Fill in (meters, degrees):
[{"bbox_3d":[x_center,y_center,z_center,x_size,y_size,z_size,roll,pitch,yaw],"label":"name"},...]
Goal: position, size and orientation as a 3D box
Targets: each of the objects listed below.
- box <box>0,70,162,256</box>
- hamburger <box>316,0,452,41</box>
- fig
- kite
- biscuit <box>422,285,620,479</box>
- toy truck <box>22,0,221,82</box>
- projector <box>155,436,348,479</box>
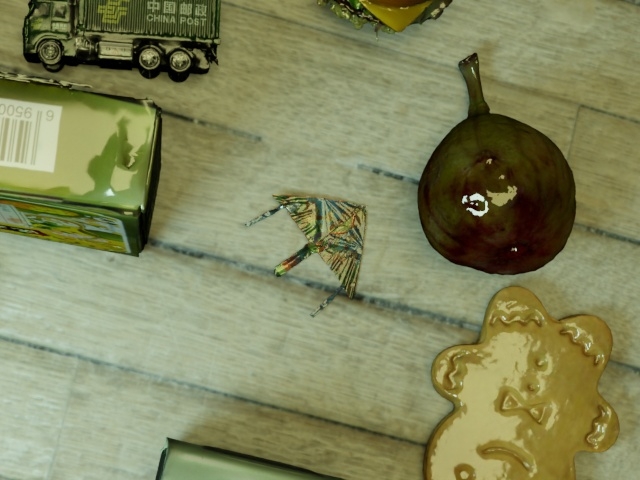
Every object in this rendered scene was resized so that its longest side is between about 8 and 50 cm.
[{"bbox_3d":[-0.380,-0.095,1.540,0.373,0.420,0.138,9,82,-7],"label":"box"},{"bbox_3d":[0.095,-0.406,1.771,0.262,0.139,0.243,-43,93,-9],"label":"hamburger"},{"bbox_3d":[0.235,-0.119,1.758,0.217,0.217,0.320,3,61,-7],"label":"fig"},{"bbox_3d":[0.000,0.000,1.787,0.160,0.010,0.183,-37,93,-12],"label":"kite"},{"bbox_3d":[0.269,0.247,1.777,0.275,0.052,0.354,25,81,-4],"label":"biscuit"},{"bbox_3d":[-0.265,-0.282,1.742,0.259,0.088,0.121,3,85,-8],"label":"toy truck"},{"bbox_3d":[-0.101,0.394,1.615,0.249,0.248,0.248,14,83,-6],"label":"projector"}]
